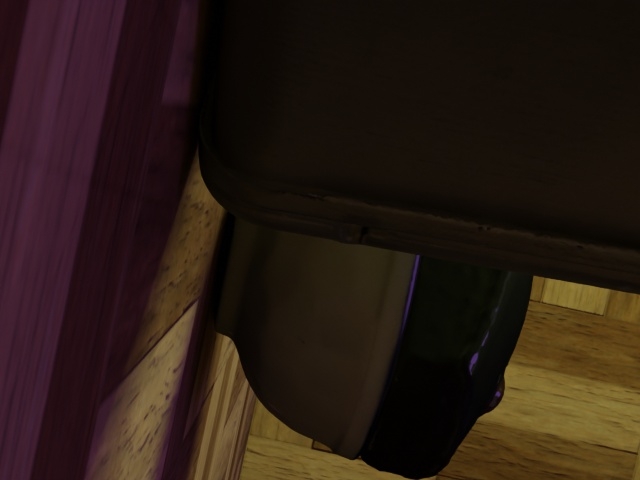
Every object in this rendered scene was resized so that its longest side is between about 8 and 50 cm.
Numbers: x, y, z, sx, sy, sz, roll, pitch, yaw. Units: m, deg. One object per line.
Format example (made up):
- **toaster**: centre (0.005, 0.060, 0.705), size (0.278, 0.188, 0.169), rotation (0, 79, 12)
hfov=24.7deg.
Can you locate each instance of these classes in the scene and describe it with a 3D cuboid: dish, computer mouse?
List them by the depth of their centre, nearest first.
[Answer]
- **dish**: centre (0.000, 0.000, 1.001), size (0.303, 0.120, 0.303), rotation (-168, -90, -88)
- **computer mouse**: centre (0.100, 0.039, 1.060), size (0.170, 0.100, 0.269), rotation (102, 0, -53)

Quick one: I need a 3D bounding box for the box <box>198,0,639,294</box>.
- **box**: centre (0.143, -0.147, 0.560), size (0.344, 0.352, 0.177), rotation (99, 3, -49)
